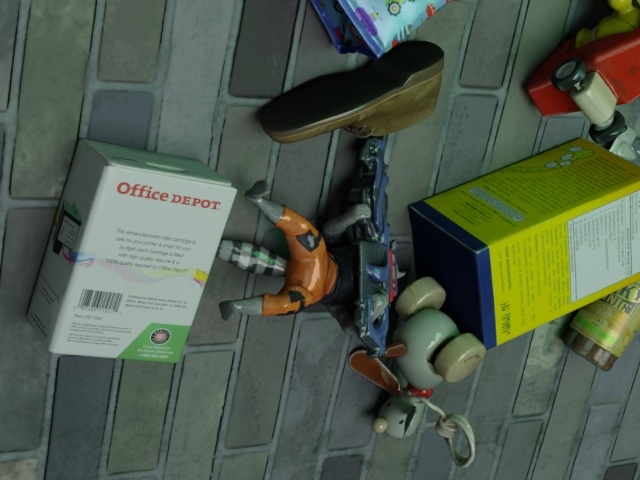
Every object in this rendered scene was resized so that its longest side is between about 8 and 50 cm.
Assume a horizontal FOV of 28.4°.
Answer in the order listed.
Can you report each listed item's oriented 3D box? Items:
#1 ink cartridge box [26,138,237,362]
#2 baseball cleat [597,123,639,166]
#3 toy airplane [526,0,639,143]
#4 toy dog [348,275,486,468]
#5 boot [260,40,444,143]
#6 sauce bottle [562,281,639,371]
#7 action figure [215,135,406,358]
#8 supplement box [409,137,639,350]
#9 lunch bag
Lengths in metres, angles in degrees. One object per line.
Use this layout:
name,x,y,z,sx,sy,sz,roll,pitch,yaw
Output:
ink cartridge box,-0.262,0.017,1.744,0.201,0.117,0.278,9,109,-35
baseball cleat,0.560,-0.159,2.197,0.206,0.072,0.109,-23,109,-31
toy airplane,0.542,-0.346,1.967,0.384,0.272,0.386,9,127,-1
toy dog,0.136,0.224,2.032,0.161,0.220,0.333,-17,124,-30
boot,0.054,-0.187,1.853,0.305,0.112,0.115,-23,134,-23
sauce bottle,0.572,0.070,2.296,0.111,0.111,0.344,28,95,-38
action figure,0.000,0.000,1.914,0.330,0.178,0.341,16,74,-42
supplement box,0.351,-0.001,2.067,0.356,0.195,0.194,-21,123,-21
lunch bag,0.059,-0.434,1.733,0.221,0.138,0.293,-40,114,-11
